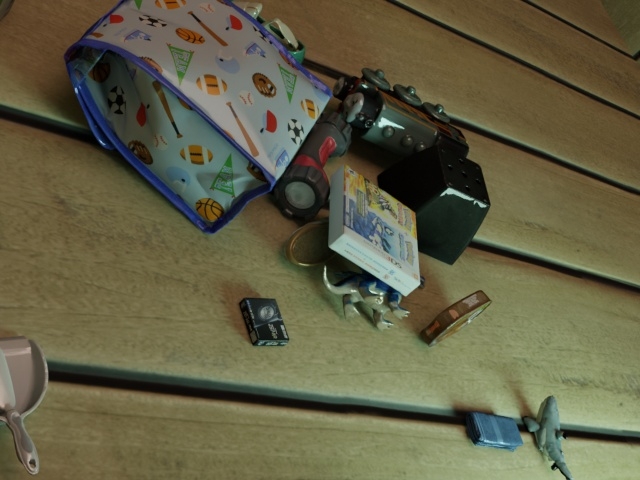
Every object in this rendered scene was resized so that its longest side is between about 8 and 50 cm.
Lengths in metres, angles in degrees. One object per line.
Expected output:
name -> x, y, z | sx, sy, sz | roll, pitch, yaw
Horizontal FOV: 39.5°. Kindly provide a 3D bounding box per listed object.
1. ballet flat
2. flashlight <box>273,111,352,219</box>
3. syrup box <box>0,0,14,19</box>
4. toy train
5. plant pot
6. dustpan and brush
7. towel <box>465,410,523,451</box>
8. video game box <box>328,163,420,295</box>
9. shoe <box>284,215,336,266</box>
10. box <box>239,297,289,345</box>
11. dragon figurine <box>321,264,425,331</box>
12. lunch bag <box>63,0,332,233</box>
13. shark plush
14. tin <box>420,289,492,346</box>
ballet flat -> -0.133, -0.470, 1.951 | 0.247, 0.087, 0.083 | 35, 38, -14
flashlight -> -0.002, -0.155, 1.777 | 0.103, 0.103, 0.304 | 6, 31, 15
syrup box -> -0.620, -0.461, 1.469 | 0.237, 0.093, 0.096 | 34, 39, -15
toy train -> 0.181, -0.258, 1.982 | 0.334, 0.142, 0.190 | 24, 26, -26
plant pot -> 0.251, -0.092, 1.899 | 0.188, 0.167, 0.187 | 22, 42, -27
dustpan and brush -> -0.389, 0.200, 1.097 | 0.147, 0.060, 0.211 | 0, 56, -44
towel -> 0.321, 0.355, 1.660 | 0.119, 0.029, 0.067 | 15, 47, -34
video game box -> 0.099, -0.022, 1.641 | 0.187, 0.048, 0.205 | 34, 35, -26
shoe -> 0.000, 0.000, 1.672 | 0.219, 0.058, 0.077 | -26, 95, -48
box -> -0.093, 0.135, 1.477 | 0.067, 0.018, 0.083 | 6, 51, -40
dragon figurine -> 0.083, 0.074, 1.646 | 0.289, 0.085, 0.144 | 22, 40, -35
lunch bag -> -0.221, -0.258, 1.550 | 0.385, 0.239, 0.328 | 43, 38, -15
shark plush -> 0.447, 0.383, 1.721 | 0.073, 0.067, 0.161 | 26, 41, -25
tin -> 0.264, 0.149, 1.734 | 0.189, 0.106, 0.040 | -18, 69, -51
